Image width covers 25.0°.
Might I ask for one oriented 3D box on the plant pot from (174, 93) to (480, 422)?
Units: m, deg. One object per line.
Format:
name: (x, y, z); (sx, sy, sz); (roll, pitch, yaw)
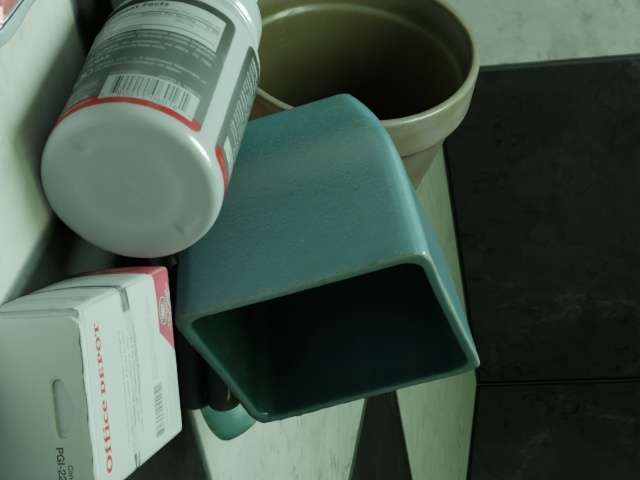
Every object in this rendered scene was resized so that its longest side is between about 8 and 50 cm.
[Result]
plant pot: (0.000, 0.000, 1.470); (0.248, 0.247, 0.252); (59, 19, -55)

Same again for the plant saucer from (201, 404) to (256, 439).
plant saucer: (-0.097, 0.082, 1.756); (0.317, 0.043, 0.318); (-4, 90, -77)

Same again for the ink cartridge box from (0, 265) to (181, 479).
ink cartridge box: (-0.196, 0.116, 1.211); (0.218, 0.092, 0.159); (-35, 120, -77)

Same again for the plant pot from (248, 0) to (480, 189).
plant pot: (0.023, -0.148, 1.858); (0.323, 0.323, 0.280); (-80, 178, -45)

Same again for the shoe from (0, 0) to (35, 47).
shoe: (-0.248, -0.229, 1.122); (0.081, 0.063, 0.178); (81, 18, -44)

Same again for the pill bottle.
pill bottle: (-0.144, -0.131, 1.335); (0.283, 0.161, 0.161); (-78, 160, -50)

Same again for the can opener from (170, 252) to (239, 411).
can opener: (-0.135, 0.048, 1.549); (0.093, 0.074, 0.280); (-21, 109, -60)
